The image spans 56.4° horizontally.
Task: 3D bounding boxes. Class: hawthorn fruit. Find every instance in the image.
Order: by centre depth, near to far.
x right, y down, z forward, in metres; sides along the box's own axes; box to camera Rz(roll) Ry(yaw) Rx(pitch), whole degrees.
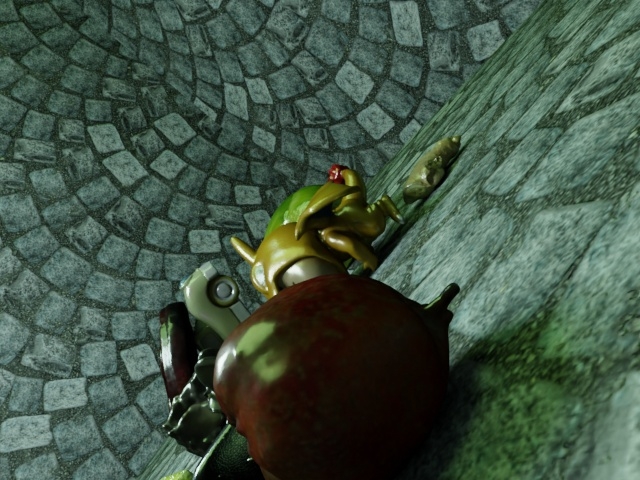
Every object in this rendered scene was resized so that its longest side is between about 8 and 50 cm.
[{"bbox_3d":[0.031,0.122,0.557,0.248,0.208,0.208,-31,3,-2],"label":"hawthorn fruit"}]

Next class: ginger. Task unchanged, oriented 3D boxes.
[{"bbox_3d":[0.272,-0.180,1.488,0.137,0.074,0.213,-30,23,53],"label":"ginger"}]

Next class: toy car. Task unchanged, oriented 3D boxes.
[{"bbox_3d":[-0.287,0.245,1.710,0.226,0.336,0.242,-39,2,-10],"label":"toy car"}]

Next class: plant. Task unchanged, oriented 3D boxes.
[{"bbox_3d":[-0.181,0.323,1.133,0.188,0.199,0.276,-60,5,-32],"label":"plant"}]

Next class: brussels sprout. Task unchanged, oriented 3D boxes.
[{"bbox_3d":[-0.021,0.001,1.790,0.371,0.276,0.315,-57,16,6],"label":"brussels sprout"}]

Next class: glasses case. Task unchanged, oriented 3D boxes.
[{"bbox_3d":[-0.046,0.236,0.799,0.314,0.122,0.075,-53,-2,-32],"label":"glasses case"}]

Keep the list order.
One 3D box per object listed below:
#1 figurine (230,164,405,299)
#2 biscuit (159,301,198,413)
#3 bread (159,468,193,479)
[{"bbox_3d":[0.004,0.000,1.458,0.387,0.268,0.401,-36,16,5],"label":"figurine"},{"bbox_3d":[-0.388,0.374,1.679,0.091,0.407,0.407,-12,-2,-9],"label":"biscuit"},{"bbox_3d":[-0.273,0.492,1.079,0.129,0.111,0.114,-26,13,33],"label":"bread"}]
